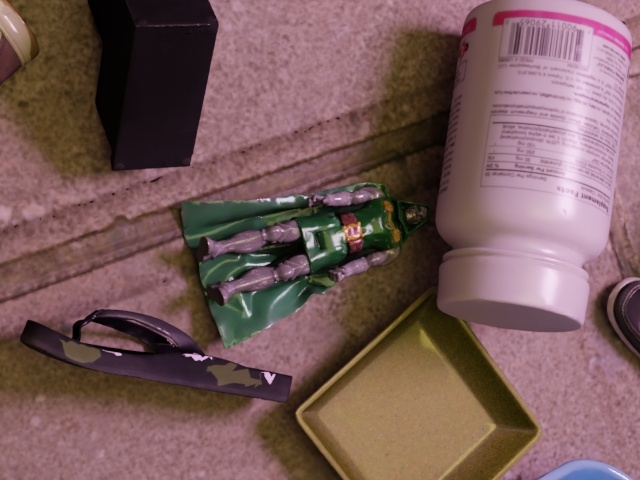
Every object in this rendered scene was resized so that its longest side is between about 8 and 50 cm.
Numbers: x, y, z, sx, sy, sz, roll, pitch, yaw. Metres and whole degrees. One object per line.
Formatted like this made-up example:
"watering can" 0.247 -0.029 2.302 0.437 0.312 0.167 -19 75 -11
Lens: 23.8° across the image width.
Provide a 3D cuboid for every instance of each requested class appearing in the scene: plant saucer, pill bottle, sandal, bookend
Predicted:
"plant saucer" 0.088 0.170 1.432 0.188 0.045 0.188 -41 103 -17
"pill bottle" 0.192 -0.067 1.400 0.160 0.160 0.283 14 77 -21
"sandal" -0.142 0.094 1.321 0.254 0.097 0.054 13 85 -32
"bookend" -0.154 -0.170 1.315 0.072 0.156 0.157 -5 135 -22

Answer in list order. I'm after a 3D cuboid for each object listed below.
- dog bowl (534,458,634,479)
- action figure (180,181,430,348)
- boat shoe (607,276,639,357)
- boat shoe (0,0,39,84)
"dog bowl" 0.211 0.297 1.390 0.297 0.074 0.166 -18 63 -43
"action figure" 0.000 0.000 1.395 0.232 0.063 0.137 -17 92 -25
"boat shoe" 0.391 0.112 1.539 0.233 0.079 0.084 37 78 -16
"boat shoe" -0.330 -0.216 1.252 0.223 0.080 0.073 47 68 -19
